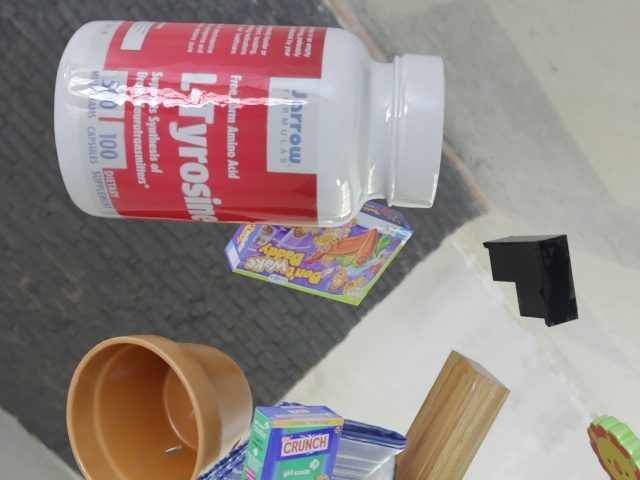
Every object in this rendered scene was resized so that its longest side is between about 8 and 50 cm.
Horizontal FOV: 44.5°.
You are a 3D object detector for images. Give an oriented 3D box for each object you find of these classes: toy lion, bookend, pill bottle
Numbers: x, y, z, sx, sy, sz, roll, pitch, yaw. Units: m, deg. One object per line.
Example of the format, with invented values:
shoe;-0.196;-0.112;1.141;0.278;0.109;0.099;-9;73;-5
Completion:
toy lion;0.244;0.185;0.600;0.096;0.034;0.100;69;170;-23
bookend;0.389;0.072;1.455;0.156;0.072;0.157;-4;97;64
pill bottle;-0.071;-0.131;0.902;0.407;0.229;0.229;2;169;3

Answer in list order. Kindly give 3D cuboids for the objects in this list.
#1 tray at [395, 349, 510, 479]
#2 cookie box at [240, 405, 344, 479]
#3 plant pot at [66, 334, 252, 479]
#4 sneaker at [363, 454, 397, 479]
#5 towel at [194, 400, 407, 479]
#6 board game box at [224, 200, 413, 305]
tray;0.198;0.418;1.468;0.076;0.411;0.203;27;-178;-5
cookie box;-0.031;0.225;0.798;0.092;0.107;0.040;8;-174;-36
plant pot;-0.254;0.292;1.330;0.291;0.291;0.203;45;-158;19
sneaker;0.057;0.458;1.390;0.115;0.232;0.090;24;171;13
towel;-0.069;0.336;1.077;0.243;0.336;0.040;24;-146;-41
board game box;0.000;0.000;1.714;0.347;0.233;0.078;18;-151;-34
